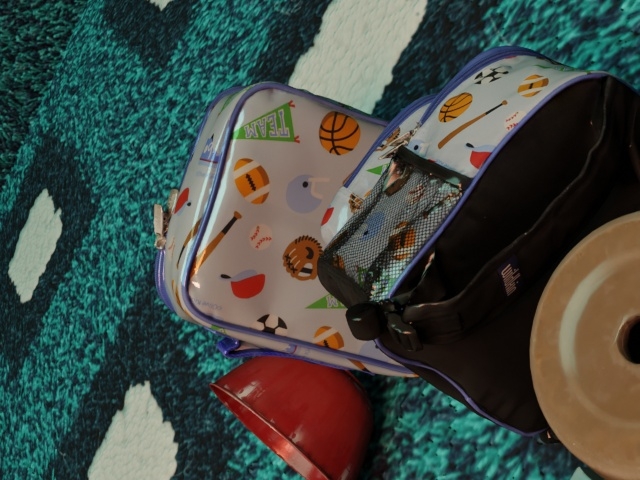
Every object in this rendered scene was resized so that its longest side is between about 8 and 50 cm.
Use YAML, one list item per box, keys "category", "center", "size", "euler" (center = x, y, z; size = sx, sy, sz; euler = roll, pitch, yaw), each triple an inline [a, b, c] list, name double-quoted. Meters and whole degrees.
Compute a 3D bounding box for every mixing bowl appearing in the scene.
- category: "mixing bowl"
  center: [-0.013, 0.170, 0.928]
  size: [0.098, 0.181, 0.181]
  euler: [-47, 33, -17]

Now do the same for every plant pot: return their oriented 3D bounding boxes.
- category: "plant pot"
  center: [0.252, 0.084, 0.555]
  size: [0.263, 0.229, 0.263]
  euler: [-24, 58, 45]

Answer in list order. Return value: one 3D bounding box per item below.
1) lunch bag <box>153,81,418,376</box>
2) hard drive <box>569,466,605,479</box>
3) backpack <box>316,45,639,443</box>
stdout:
- category: "lunch bag"
  center: [0.000, 0.000, 0.844]
  size: [0.115, 0.303, 0.243]
  euler: [12, 85, 65]
- category: "hard drive"
  center: [0.189, 0.354, 0.672]
  size: [0.203, 0.040, 0.307]
  euler: [41, 108, 51]
- category: "backpack"
  center: [0.152, -0.011, 0.722]
  size: [0.263, 0.276, 0.213]
  euler: [-50, 41, 6]
